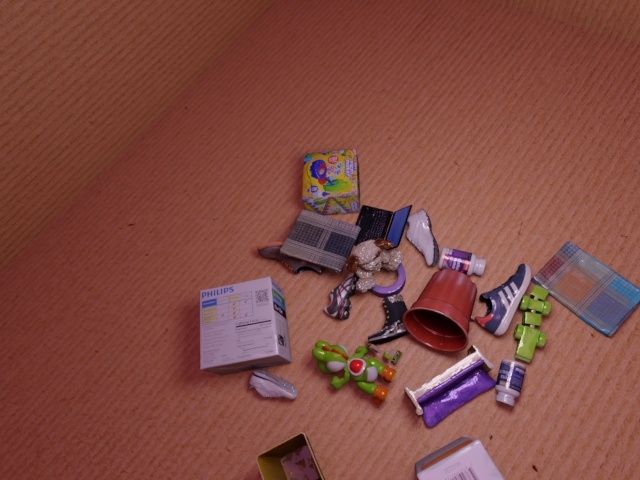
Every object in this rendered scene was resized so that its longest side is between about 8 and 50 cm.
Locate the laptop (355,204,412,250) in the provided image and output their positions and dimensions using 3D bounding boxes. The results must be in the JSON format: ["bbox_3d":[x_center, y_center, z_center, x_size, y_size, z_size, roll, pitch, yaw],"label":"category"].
[{"bbox_3d":[0.291,-0.078,2.040,0.265,0.136,0.234,16,69,18],"label":"laptop"}]

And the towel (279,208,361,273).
[{"bbox_3d":[0.000,0.000,2.024,0.325,0.056,0.312,19,52,10],"label":"towel"}]

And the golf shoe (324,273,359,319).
[{"bbox_3d":[0.109,0.235,1.956,0.120,0.105,0.272,14,69,25],"label":"golf shoe"}]

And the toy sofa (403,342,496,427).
[{"bbox_3d":[0.531,0.591,1.678,0.363,0.150,0.177,-31,63,-3],"label":"toy sofa"}]

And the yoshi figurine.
[{"bbox_3d":[0.129,0.554,1.795,0.363,0.203,0.202,27,109,8],"label":"yoshi figurine"}]

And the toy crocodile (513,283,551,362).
[{"bbox_3d":[0.891,0.345,1.753,0.115,0.105,0.340,14,74,17],"label":"toy crocodile"}]

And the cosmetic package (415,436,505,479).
[{"bbox_3d":[0.464,0.806,1.423,0.230,0.453,0.161,-29,63,-2],"label":"cosmetic package"}]

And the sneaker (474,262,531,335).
[{"bbox_3d":[0.787,0.231,1.800,0.148,0.131,0.349,27,74,18],"label":"sneaker"}]

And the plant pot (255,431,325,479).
[{"bbox_3d":[-0.100,0.907,1.642,0.213,0.187,0.212,-28,64,-2],"label":"plant pot"}]

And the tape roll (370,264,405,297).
[{"bbox_3d":[0.306,0.171,1.955,0.189,0.080,0.188,-5,65,10],"label":"tape roll"}]

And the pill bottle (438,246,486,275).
[{"bbox_3d":[0.649,0.101,1.900,0.194,0.108,0.107,13,69,17],"label":"pill bottle"}]

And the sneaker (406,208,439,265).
[{"bbox_3d":[0.490,-0.005,2.000,0.130,0.111,0.296,-20,58,20],"label":"sneaker"}]

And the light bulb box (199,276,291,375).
[{"bbox_3d":[-0.346,0.396,1.904,0.359,0.225,0.360,-12,63,7],"label":"light bulb box"}]

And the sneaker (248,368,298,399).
[{"bbox_3d":[-0.210,0.660,1.845,0.235,0.090,0.094,18,83,23],"label":"sneaker"}]

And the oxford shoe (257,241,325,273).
[{"bbox_3d":[-0.149,0.091,2.060,0.365,0.130,0.132,6,71,13],"label":"oxford shoe"}]

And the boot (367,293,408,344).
[{"bbox_3d":[0.302,0.357,1.871,0.237,0.085,0.178,-19,61,-3],"label":"boot"}]

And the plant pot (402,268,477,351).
[{"bbox_3d":[0.526,0.281,1.752,0.273,0.272,0.265,23,52,20],"label":"plant pot"}]

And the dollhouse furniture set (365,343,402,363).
[{"bbox_3d":[0.278,0.475,1.810,0.152,0.076,0.058,32,77,-1],"label":"dollhouse furniture set"}]

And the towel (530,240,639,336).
[{"bbox_3d":[1.156,0.201,1.790,0.271,0.040,0.370,-42,65,-10],"label":"towel"}]

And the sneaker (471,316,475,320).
[{"bbox_3d":[0.643,0.343,1.838,0.083,0.032,0.036,24,85,27],"label":"sneaker"}]

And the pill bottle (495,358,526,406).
[{"bbox_3d":[0.761,0.574,1.669,0.094,0.094,0.169,17,70,18],"label":"pill bottle"}]

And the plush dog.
[{"bbox_3d":[0.216,0.073,1.845,0.263,0.225,0.210,-38,64,-5],"label":"plush dog"}]

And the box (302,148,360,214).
[{"bbox_3d":[0.061,-0.301,2.162,0.280,0.177,0.289,-4,62,9],"label":"box"}]
